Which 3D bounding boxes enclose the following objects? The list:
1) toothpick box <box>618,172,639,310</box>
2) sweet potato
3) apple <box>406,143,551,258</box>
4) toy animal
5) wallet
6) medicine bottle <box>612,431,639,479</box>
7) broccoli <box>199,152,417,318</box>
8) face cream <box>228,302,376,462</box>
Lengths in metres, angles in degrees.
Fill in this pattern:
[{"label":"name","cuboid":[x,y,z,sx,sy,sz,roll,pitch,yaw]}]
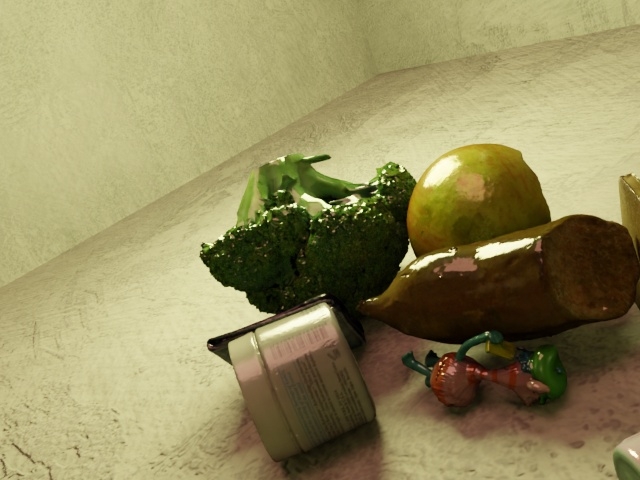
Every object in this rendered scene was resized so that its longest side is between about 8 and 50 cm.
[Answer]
[{"label":"toothpick box","cuboid":[0.548,-0.002,0.840,0.308,0.190,0.187,-13,21,11]},{"label":"sweet potato","cuboid":[0.228,0.066,0.943,0.369,0.158,0.158,-15,21,33]},{"label":"apple","cuboid":[0.266,-0.027,1.109,0.246,0.246,0.226,-25,28,-7]},{"label":"toy animal","cuboid":[0.202,0.162,0.893,0.208,0.103,0.100,-7,17,46]},{"label":"wallet","cuboid":[-0.047,0.159,1.104,0.222,0.167,0.036,-21,58,9]},{"label":"medicine bottle","cuboid":[0.356,0.200,0.588,0.168,0.135,0.135,-25,20,2]},{"label":"broccoli","cuboid":[-0.001,0.002,1.244,0.413,0.321,0.310,-26,49,-13]},{"label":"face cream","cuboid":[-0.023,0.190,0.950,0.152,0.177,0.177,-23,20,-5]}]
